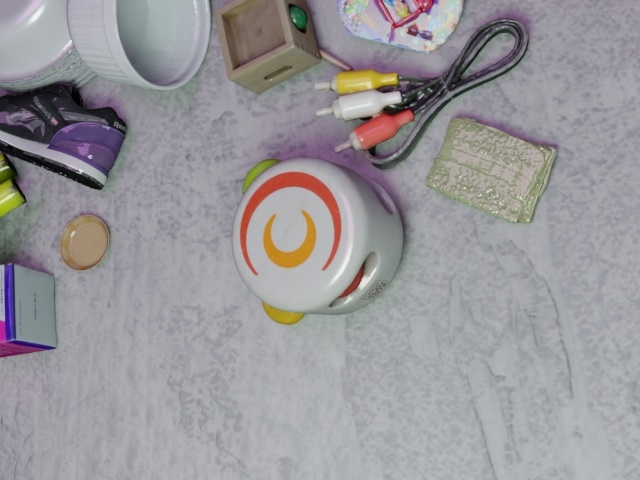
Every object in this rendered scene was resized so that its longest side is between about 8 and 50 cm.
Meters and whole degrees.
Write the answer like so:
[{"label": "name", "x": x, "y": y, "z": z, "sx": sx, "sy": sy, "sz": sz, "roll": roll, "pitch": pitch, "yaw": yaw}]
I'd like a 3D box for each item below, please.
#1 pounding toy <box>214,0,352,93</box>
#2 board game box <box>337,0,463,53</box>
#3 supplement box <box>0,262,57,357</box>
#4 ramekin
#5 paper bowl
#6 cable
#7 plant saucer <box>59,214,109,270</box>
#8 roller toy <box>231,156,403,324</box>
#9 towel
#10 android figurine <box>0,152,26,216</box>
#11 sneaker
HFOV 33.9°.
[{"label": "pounding toy", "x": -0.051, "y": -0.273, "z": 1.439, "sx": 0.141, "sy": 0.100, "sz": 0.130, "roll": -22, "pitch": 70, "yaw": 26}, {"label": "board game box", "x": 0.102, "y": -0.320, "z": 1.369, "sx": 0.169, "sy": 0.033, "sz": 0.133, "roll": 15, "pitch": 110, "yaw": 6}, {"label": "supplement box", "x": -0.502, "y": 0.112, "z": 1.504, "sx": 0.220, "sy": 0.114, "sz": 0.111, "roll": -10, "pitch": 75, "yaw": 18}, {"label": "ramekin", "x": -0.257, "y": -0.313, "z": 1.462, "sx": 0.109, "sy": 0.207, "sz": 0.207, "roll": 6, "pitch": 80, "yaw": 31}, {"label": "paper bowl", "x": -0.438, "y": -0.365, "z": 1.571, "sx": 0.284, "sy": 0.148, "sz": 0.284, "roll": -4, "pitch": 78, "yaw": 19}, {"label": "cable", "x": 0.137, "y": -0.189, "z": 1.350, "sx": 0.287, "sy": 0.072, "sz": 0.139, "roll": -21, "pitch": 77, "yaw": 15}, {"label": "plant saucer", "x": -0.339, "y": 0.005, "z": 1.518, "sx": 0.084, "sy": 0.015, "sz": 0.083, "roll": -5, "pitch": 76, "yaw": 20}, {"label": "roller toy", "x": 0.000, "y": 0.000, "z": 1.319, "sx": 0.191, "sy": 0.146, "sz": 0.209, "roll": -4, "pitch": 82, "yaw": 29}, {"label": "towel", "x": 0.213, "y": -0.088, "z": 1.322, "sx": 0.148, "sy": 0.027, "sz": 0.110, "roll": 22, "pitch": 88, "yaw": 23}, {"label": "android figurine", "x": -0.567, "y": -0.028, "z": 1.534, "sx": 0.273, "sy": 0.056, "sz": 0.248, "roll": -29, "pitch": 40, "yaw": -5}, {"label": "sneaker", "x": -0.412, "y": -0.178, "z": 1.552, "sx": 0.283, "sy": 0.107, "sz": 0.124, "roll": 22, "pitch": 79, "yaw": 16}]
